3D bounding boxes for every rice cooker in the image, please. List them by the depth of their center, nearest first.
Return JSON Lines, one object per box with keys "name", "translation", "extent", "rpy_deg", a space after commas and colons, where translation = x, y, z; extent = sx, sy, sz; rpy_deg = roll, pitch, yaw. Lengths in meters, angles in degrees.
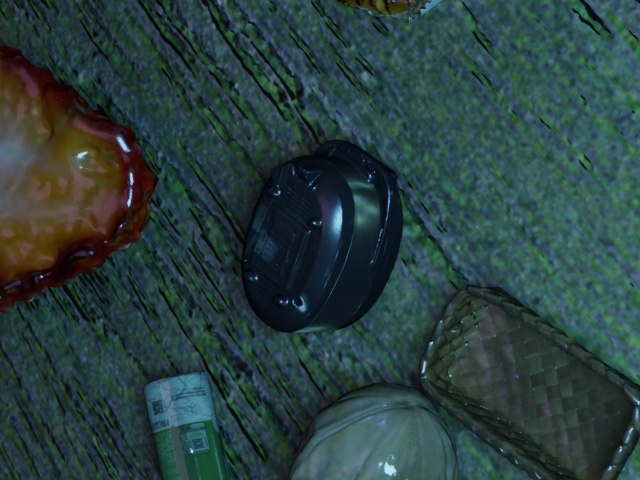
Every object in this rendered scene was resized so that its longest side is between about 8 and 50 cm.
{"name": "rice cooker", "translation": [0.000, 0.000, 1.561], "extent": [0.112, 0.106, 0.165], "rpy_deg": [36, 120, 38]}

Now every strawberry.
{"name": "strawberry", "translation": [-0.288, -0.050, 1.779], "extent": [0.336, 0.149, 0.265], "rpy_deg": [7, 86, 28]}

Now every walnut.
{"name": "walnut", "translation": [0.042, 0.191, 1.498], "extent": [0.140, 0.140, 0.162], "rpy_deg": [42, 142, 32]}

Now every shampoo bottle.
{"name": "shampoo bottle", "translation": [-0.108, 0.222, 1.662], "extent": [0.065, 0.065, 0.204], "rpy_deg": [-22, 75, 36]}

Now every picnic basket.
{"name": "picnic basket", "translation": [0.169, 0.116, 1.450], "extent": [0.193, 0.055, 0.110], "rpy_deg": [37, 110, 34]}

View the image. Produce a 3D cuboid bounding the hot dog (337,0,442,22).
{"name": "hot dog", "translation": [0.036, -0.244, 1.572], "extent": [0.192, 0.053, 0.099], "rpy_deg": [26, 101, 34]}
